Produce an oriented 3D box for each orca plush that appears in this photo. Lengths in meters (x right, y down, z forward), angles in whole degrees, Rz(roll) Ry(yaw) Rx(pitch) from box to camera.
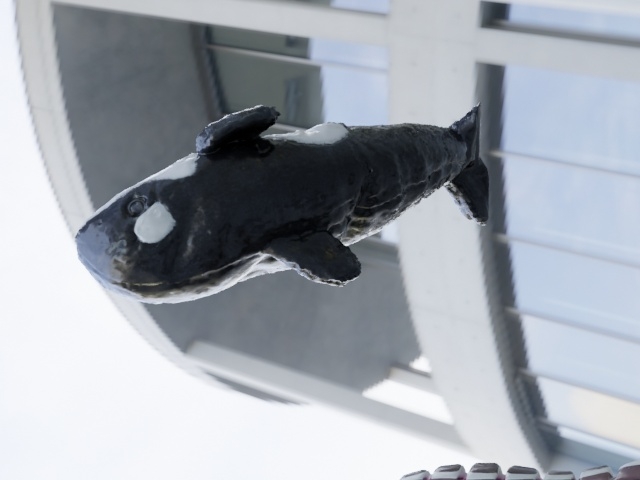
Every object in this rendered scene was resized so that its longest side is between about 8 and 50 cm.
[{"bbox_3d":[0.000,0.000,0.817,0.287,0.102,0.151,-5,-42,-34],"label":"orca plush"}]

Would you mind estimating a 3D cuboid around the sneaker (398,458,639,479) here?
[{"bbox_3d":[0.112,0.193,0.717,0.162,0.281,0.106,-56,-51,-72],"label":"sneaker"}]
